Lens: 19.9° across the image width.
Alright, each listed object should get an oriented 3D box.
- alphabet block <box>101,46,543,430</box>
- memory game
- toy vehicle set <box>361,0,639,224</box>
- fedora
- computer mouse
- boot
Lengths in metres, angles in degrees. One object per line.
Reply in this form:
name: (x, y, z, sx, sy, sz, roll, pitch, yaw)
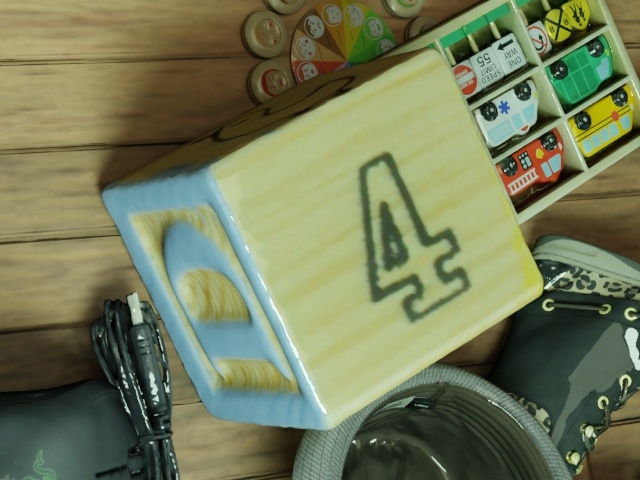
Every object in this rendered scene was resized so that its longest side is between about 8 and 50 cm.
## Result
alphabet block: (0.000, 0.000, 1.264, 0.197, 0.192, 0.193, -30, 103, -27)
memory game: (0.023, -0.140, 1.403, 0.186, 0.012, 0.186, 4, 82, -28)
toy vehicle set: (0.141, -0.103, 1.438, 0.267, 0.035, 0.166, -31, 101, -31)
fedora: (0.071, 0.229, 1.306, 0.244, 0.124, 0.275, -1, 68, -28)
computer mouse: (-0.152, 0.138, 1.159, 0.272, 0.072, 0.188, -14, 95, -64)
boot: (0.240, 0.113, 1.402, 0.236, 0.085, 0.178, 23, 72, 18)
